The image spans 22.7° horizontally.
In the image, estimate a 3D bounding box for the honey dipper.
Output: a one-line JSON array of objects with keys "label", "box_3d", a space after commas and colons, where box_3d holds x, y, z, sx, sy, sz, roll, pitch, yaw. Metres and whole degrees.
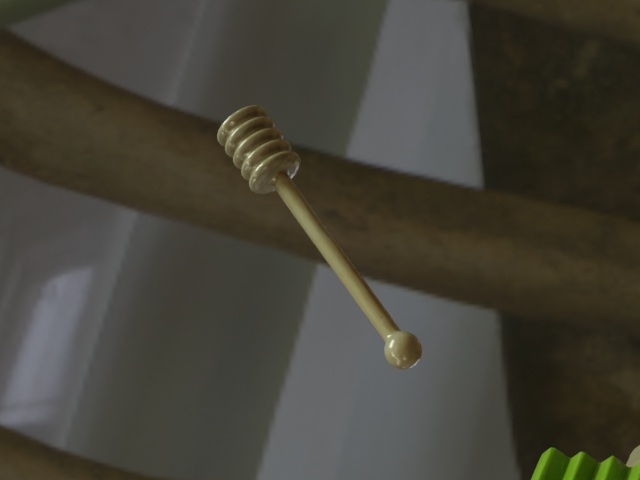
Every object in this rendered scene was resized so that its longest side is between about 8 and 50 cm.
[{"label": "honey dipper", "box_3d": [0.000, 0.000, 0.786, 0.030, 0.030, 0.161, 0, -131, -51]}]

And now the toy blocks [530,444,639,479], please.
[{"label": "toy blocks", "box_3d": [0.331, 0.170, 0.795, 0.381, 0.261, 0.191, 38, -134, -4]}]
